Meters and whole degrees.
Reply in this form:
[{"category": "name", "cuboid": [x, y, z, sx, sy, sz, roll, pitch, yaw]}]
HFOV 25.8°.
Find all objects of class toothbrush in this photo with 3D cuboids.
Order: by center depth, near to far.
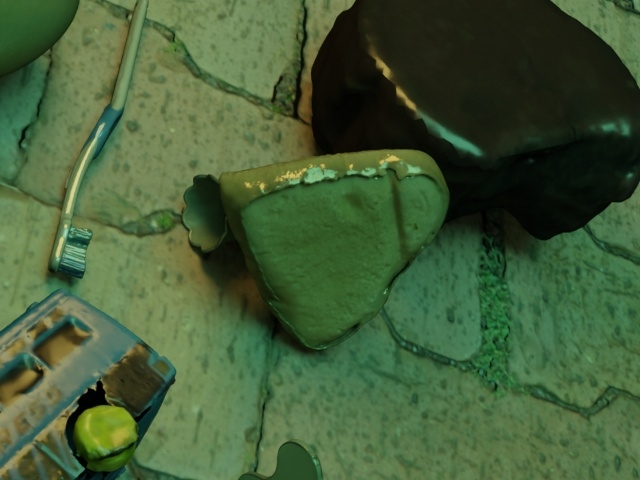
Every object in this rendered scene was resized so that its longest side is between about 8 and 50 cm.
[{"category": "toothbrush", "cuboid": [-0.224, -0.119, 1.429, 0.040, 0.040, 0.386, 24, 48, -20]}]

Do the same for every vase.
[{"category": "vase", "cuboid": [-0.062, -0.030, 1.458, 0.149, 0.081, 0.081, -2, 62, -40]}]

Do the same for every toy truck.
[{"category": "toy truck", "cuboid": [-0.279, 0.208, 1.095, 0.162, 0.161, 0.385, 37, 46, 8]}]

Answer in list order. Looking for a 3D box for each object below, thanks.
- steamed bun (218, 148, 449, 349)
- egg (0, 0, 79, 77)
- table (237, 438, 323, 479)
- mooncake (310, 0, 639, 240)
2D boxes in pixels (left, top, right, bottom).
[{"category": "steamed bun", "cuboid": [0.022, -0.020, 1.404, 0.212, 0.231, 0.110, -24, 39, -3]}, {"category": "egg", "cuboid": [-0.352, -0.247, 1.301, 0.295, 0.218, 0.218, -3, 63, -45]}, {"category": "table", "cuboid": [-0.025, 0.271, 1.190, 0.167, 0.198, 0.166, 18, 53, -25]}, {"category": "mooncake", "cuboid": [0.169, -0.155, 1.606, 0.381, 0.212, 0.350, 8, 52, -27]}]
